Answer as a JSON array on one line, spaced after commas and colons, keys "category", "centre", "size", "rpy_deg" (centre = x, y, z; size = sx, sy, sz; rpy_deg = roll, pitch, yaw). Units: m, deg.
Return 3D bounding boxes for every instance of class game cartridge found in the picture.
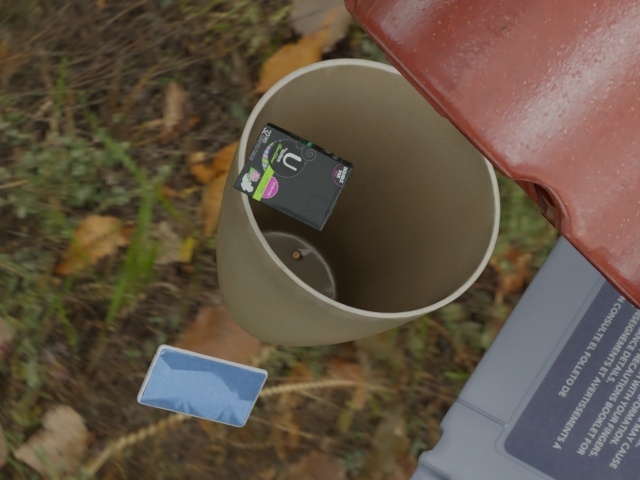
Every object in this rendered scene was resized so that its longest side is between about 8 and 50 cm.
[{"category": "game cartridge", "centre": [0.201, 0.066, 0.973], "size": [0.196, 0.060, 0.294], "rpy_deg": [27, 71, 27]}]

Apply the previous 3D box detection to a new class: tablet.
[{"category": "tablet", "centre": [-0.085, 0.105, 1.314], "size": [0.083, 0.006, 0.054], "rpy_deg": [15, 119, -18]}]

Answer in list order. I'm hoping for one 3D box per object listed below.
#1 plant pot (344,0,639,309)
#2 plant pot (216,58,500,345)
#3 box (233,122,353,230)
[{"category": "plant pot", "centre": [0.170, -0.128, 0.812], "size": [0.265, 0.272, 0.272], "rpy_deg": [-44, 104, 6]}, {"category": "plant pot", "centre": [0.000, 0.000, 1.773], "size": [0.256, 0.274, 0.256], "rpy_deg": [8, 65, -19]}, {"category": "box", "centre": [-0.022, -0.054, 1.539], "size": [0.083, 0.052, 0.062], "rpy_deg": [27, 97, -1]}]
